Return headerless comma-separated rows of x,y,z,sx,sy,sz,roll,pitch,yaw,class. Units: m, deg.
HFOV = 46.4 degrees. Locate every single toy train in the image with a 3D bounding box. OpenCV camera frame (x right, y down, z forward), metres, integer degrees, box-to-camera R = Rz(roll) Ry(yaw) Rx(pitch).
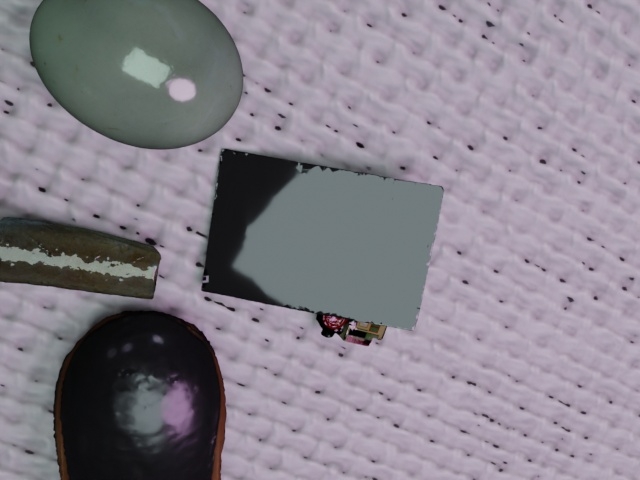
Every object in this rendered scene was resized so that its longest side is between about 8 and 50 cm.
0.047,0.051,0.854,0.087,0.050,0.137,15,102,-23,toy train

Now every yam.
-0.250,0.018,0.758,0.170,0.068,0.068,8,105,-17,yam

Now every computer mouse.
-0.195,0.233,0.817,0.183,0.116,0.323,0,108,-9,computer mouse

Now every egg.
-0.164,-0.162,0.678,0.192,0.149,0.149,20,101,-11,egg

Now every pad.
0.000,0.000,0.807,0.243,0.004,0.163,10,100,0,pad
